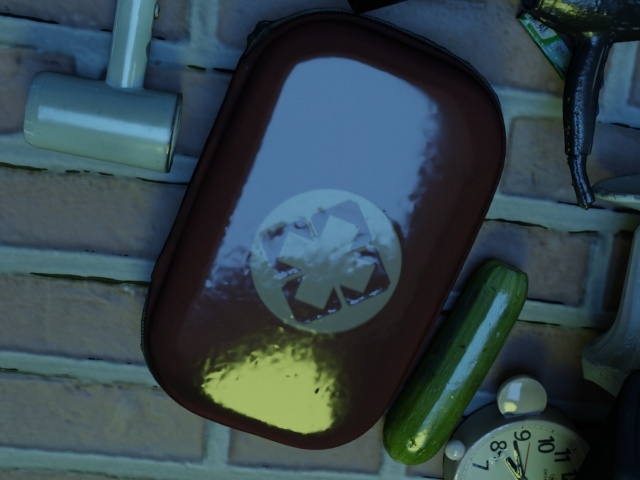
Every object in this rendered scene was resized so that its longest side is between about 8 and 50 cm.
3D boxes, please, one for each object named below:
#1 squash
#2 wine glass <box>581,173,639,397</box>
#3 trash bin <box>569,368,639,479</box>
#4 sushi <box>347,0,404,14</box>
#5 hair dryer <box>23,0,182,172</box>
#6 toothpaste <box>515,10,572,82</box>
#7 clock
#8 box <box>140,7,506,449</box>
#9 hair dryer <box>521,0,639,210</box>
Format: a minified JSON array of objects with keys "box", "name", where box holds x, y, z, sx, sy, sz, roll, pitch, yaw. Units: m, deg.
[{"box":[0.130,0.123,0.989,0.066,0.066,0.229,26,101,-12],"name":"squash"},{"box":[0.323,0.039,0.941,0.165,0.165,0.196,-6,99,-4],"name":"wine glass"},{"box":[0.313,0.259,0.883,0.209,0.182,0.290,15,135,11],"name":"trash bin"},{"box":[0.072,-0.313,0.807,0.153,0.150,0.172,-18,147,-10],"name":"sushi"},{"box":[-0.172,-0.184,0.865,0.131,0.073,0.236,11,103,-7],"name":"hair dryer"},{"box":[0.213,-0.179,0.929,0.020,0.017,0.083,-40,107,7],"name":"toothpaste"},{"box":[0.201,0.240,1.033,0.155,0.063,0.229,-5,104,-1],"name":"clock"},{"box":[0.000,0.000,0.915,0.263,0.108,0.404,21,104,-11],"name":"box"},{"box":[0.262,-0.134,0.903,0.195,0.075,0.219,8,92,-17],"name":"hair dryer"}]
